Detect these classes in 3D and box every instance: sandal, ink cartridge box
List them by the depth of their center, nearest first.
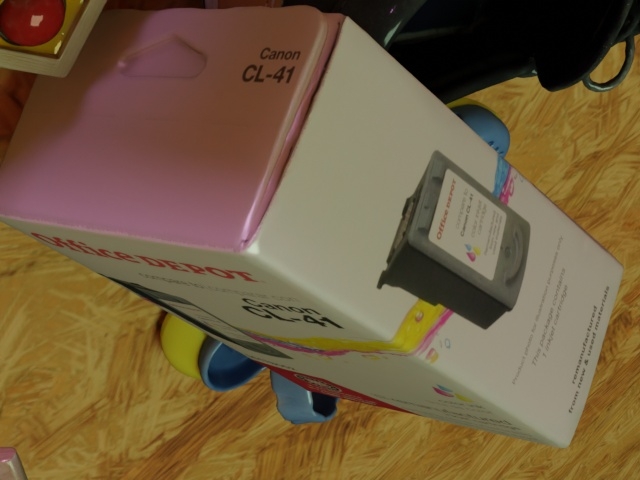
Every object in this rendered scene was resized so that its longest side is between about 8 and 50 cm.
[{"bbox_3d":[0.000,0.000,0.721,0.306,0.226,0.131,32,72,-44],"label":"ink cartridge box"},{"bbox_3d":[0.033,0.025,0.964,0.317,0.138,0.126,-45,148,3],"label":"sandal"}]

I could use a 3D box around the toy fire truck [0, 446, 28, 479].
[{"bbox_3d":[-0.317,0.146,0.730,0.246,0.158,0.217,-36,151,-33],"label":"toy fire truck"}]

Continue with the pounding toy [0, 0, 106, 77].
[{"bbox_3d":[-0.162,-0.131,0.574,0.141,0.100,0.130,3,128,-50],"label":"pounding toy"}]

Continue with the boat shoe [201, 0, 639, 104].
[{"bbox_3d":[0.158,-0.183,0.821,0.500,0.156,0.187,-18,141,-36],"label":"boat shoe"}]
